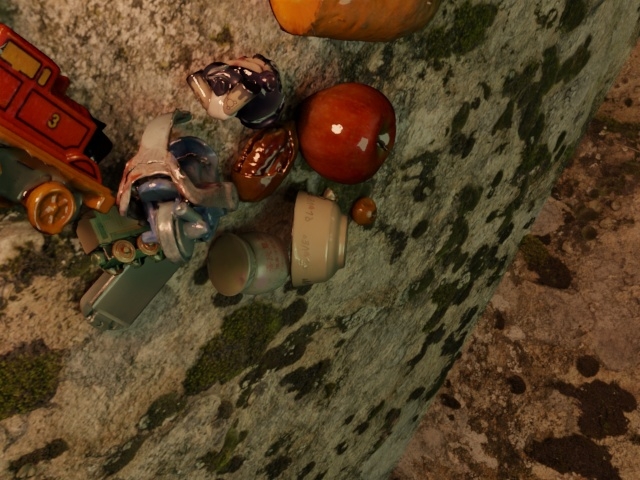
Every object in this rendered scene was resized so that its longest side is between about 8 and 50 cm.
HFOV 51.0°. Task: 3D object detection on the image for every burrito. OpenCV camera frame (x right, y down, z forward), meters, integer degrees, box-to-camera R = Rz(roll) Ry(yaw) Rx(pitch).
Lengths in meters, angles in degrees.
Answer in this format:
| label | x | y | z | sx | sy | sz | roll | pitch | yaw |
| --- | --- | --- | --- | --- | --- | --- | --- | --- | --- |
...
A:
| label | x | y | z | sx | sy | sz | roll | pitch | yaw |
| --- | --- | --- | --- | --- | --- | --- | --- | --- | --- |
| burrito | -0.006 | -0.050 | 1.747 | 0.185 | 0.041 | 0.045 | -63 | -171 | 11 |

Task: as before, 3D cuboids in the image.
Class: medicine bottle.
| label | x | y | z | sx | sy | sz | roll | pitch | yaw |
| --- | --- | --- | --- | --- | --- | --- | --- | --- | --- |
| medicine bottle | -0.166 | 0.052 | 1.531 | 0.143 | 0.147 | 0.147 | 0 | 119 | -50 |

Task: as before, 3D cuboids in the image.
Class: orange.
| label | x | y | z | sx | sy | sz | roll | pitch | yaw |
| --- | --- | --- | --- | --- | --- | --- | --- | --- | --- |
| orange | 0.126 | -0.076 | 1.872 | 0.086 | 0.062 | 0.086 | -30 | 141 | -29 |

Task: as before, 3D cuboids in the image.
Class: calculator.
| label | x | y | z | sx | sy | sz | roll | pitch | yaw |
| --- | --- | --- | --- | --- | --- | --- | --- | --- | --- |
| calculator | -0.380 | 0.081 | 1.373 | 0.246 | 0.045 | 0.141 | -51 | 147 | -6 |

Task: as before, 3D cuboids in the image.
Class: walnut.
| label | x | y | z | sx | sy | sz | roll | pitch | yaw |
| --- | --- | --- | --- | --- | --- | --- | --- | --- | --- |
| walnut | -0.114 | -0.171 | 1.430 | 0.207 | 0.116 | 0.116 | -53 | 148 | -2 |

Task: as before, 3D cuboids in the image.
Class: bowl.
| label | x | y | z | sx | sy | sz | roll | pitch | yaw |
| --- | --- | --- | --- | --- | --- | --- | --- | --- | --- |
| bowl | 0.000 | 0.000 | 1.607 | 0.238 | 0.126 | 0.237 | 5 | 90 | -86 |

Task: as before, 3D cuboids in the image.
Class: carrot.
| label | x | y | z | sx | sy | sz | roll | pitch | yaw |
| --- | --- | --- | --- | --- | --- | --- | --- | --- | --- |
| carrot | 0.073 | -0.489 | 1.285 | 0.341 | 0.224 | 0.224 | -17 | 132 | -34 |

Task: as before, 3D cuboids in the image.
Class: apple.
| label | x | y | z | sx | sy | sz | roll | pitch | yaw |
| --- | --- | --- | --- | --- | --- | --- | --- | --- | --- |
| apple | 0.049 | -0.244 | 1.488 | 0.230 | 0.230 | 0.230 | -33 | 142 | -31 |

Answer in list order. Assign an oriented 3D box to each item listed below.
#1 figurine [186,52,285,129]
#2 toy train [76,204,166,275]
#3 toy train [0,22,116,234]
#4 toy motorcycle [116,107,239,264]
| label | x | y | z | sx | sy | sz | roll | pitch | yaw |
| --- | --- | --- | --- | --- | --- | --- | --- | --- | --- |
| figurine | -0.135 | -0.277 | 1.268 | 0.222 | 0.145 | 0.145 | -32 | 145 | -59 |
| toy train | -0.351 | -0.013 | 1.257 | 0.081 | 0.125 | 0.194 | -28 | 176 | 41 |
| toy train | -0.449 | -0.162 | 0.967 | 0.231 | 0.163 | 0.369 | -61 | 148 | -6 |
| toy motorcycle | -0.229 | -0.103 | 1.193 | 0.319 | 0.182 | 0.241 | -80 | -174 | -73 |
